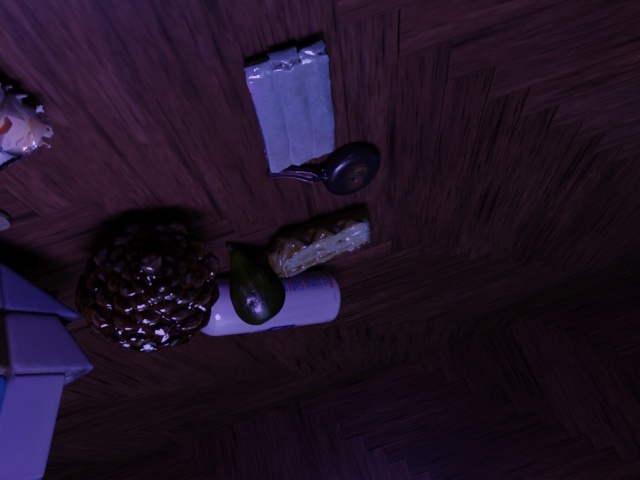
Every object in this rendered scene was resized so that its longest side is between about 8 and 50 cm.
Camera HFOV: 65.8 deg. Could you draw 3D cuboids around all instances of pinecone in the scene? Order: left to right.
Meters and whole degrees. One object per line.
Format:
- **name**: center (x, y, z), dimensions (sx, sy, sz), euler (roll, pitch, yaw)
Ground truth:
- **pinecone**: center (-0.291, 0.085, 0.841), dimensions (0.224, 0.224, 0.272), euler (-5, 161, -27)

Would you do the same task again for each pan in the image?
- **pan**: center (0.011, -0.118, 0.861), dimensions (0.212, 0.040, 0.115), euler (-8, 145, -23)

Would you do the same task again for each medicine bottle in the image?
- **medicine bottle**: center (-0.128, 0.142, 1.140), dimensions (0.341, 0.130, 0.130), euler (-1, 147, -32)

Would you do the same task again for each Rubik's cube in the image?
- **Rubik's cube**: center (-0.553, 0.194, 0.687), dimensions (0.358, 0.368, 0.387), euler (-28, 157, 16)

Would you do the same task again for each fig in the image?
- **fig**: center (-0.137, 0.082, 0.995), dimensions (0.117, 0.177, 0.117), euler (-18, -165, 5)

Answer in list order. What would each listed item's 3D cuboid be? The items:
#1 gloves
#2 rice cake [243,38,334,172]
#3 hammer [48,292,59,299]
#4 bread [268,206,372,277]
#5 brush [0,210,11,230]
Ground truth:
- **gloves**: center (-0.391, -0.122, 0.552), dimensions (0.153, 0.070, 0.114), euler (-18, 161, 10)
- **rice cake**: center (-0.039, -0.185, 0.706), dimensions (0.124, 0.038, 0.211), euler (-19, 152, -1)
- **hammer**: center (-0.630, 0.120, 0.875), dimensions (0.297, 0.027, 0.125), euler (-2, 152, -31)
- **bread**: center (0.000, 0.000, 1.025), dimensions (0.232, 0.088, 0.128), euler (-24, 162, -8)
- **brush**: center (-0.528, -0.077, 0.594), dimensions (0.085, 0.020, 0.336), euler (-26, 153, 10)
